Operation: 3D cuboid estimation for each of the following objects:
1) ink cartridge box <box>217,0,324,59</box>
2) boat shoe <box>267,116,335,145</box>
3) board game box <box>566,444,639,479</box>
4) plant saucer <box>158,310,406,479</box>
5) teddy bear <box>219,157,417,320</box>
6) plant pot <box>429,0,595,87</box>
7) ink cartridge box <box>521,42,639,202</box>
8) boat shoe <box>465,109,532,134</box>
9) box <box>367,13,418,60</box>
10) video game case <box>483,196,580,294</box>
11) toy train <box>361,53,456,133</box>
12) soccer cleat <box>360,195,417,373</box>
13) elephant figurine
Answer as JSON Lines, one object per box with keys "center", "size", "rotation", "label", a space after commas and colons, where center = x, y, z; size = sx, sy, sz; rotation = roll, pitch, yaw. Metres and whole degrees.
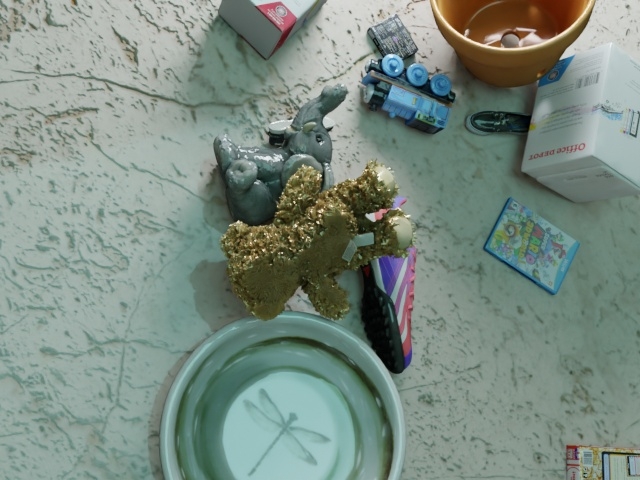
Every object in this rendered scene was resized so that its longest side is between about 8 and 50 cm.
{"center": [-0.070, -0.440, 1.581], "size": [0.128, 0.127, 0.176], "rotation": [44, 71, -3], "label": "ink cartridge box"}
{"center": [-0.034, -0.194, 1.589], "size": [0.125, 0.038, 0.046], "rotation": [-13, 41, -24], "label": "boat shoe"}
{"center": [0.545, 0.451, 1.621], "size": [0.194, 0.045, 0.146], "rotation": [7, 76, -15], "label": "board game box"}
{"center": [-0.063, 0.317, 1.440], "size": [0.401, 0.100, 0.400], "rotation": [4, 77, -16], "label": "plant saucer"}
{"center": [0.000, 0.000, 1.429], "size": [0.338, 0.113, 0.245], "rotation": [-42, 115, -13], "label": "teddy bear"}
{"center": [0.347, -0.416, 1.628], "size": [0.291, 0.203, 0.290], "rotation": [-3, 70, 9], "label": "plant pot"}
{"center": [0.509, -0.211, 1.665], "size": [0.168, 0.171, 0.232], "rotation": [25, 72, -30], "label": "ink cartridge box"}
{"center": [0.349, -0.229, 1.708], "size": [0.142, 0.040, 0.049], "rotation": [0, 79, -17], "label": "boat shoe"}
{"center": [0.137, -0.380, 1.689], "size": [0.067, 0.018, 0.083], "rotation": [-32, 89, -20], "label": "box"}
{"center": [0.401, 0.011, 1.687], "size": [0.166, 0.015, 0.119], "rotation": [33, 71, -8], "label": "video game case"}
{"center": [0.160, -0.269, 1.643], "size": [0.184, 0.080, 0.105], "rotation": [19, 80, -12], "label": "toy train"}
{"center": [0.127, 0.069, 1.549], "size": [0.117, 0.108, 0.318], "rotation": [-8, 79, -22], "label": "soccer cleat"}
{"center": [-0.047, -0.127, 1.500], "size": [0.240, 0.186, 0.169], "rotation": [-16, 61, -11], "label": "elephant figurine"}
